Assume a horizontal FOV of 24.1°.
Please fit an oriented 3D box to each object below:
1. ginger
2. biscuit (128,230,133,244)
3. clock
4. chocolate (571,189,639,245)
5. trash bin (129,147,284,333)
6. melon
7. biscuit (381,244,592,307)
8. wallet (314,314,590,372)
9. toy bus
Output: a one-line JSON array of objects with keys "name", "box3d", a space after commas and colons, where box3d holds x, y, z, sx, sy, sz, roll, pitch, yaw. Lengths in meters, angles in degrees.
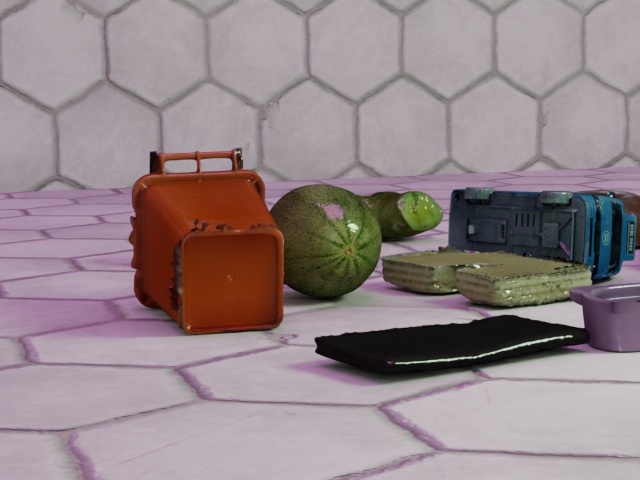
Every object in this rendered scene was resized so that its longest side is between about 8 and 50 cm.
[{"name": "ginger", "box3d": [0.065, -0.043, 2.426, 0.290, 0.089, 0.137, -3, 23, 30]}, {"name": "biscuit", "box3d": [-0.103, 0.003, 2.190, 0.324, 0.049, 0.205, -8, 10, -42]}, {"name": "clock", "box3d": [0.323, 0.073, 1.477, 0.152, 0.050, 0.110, -3, 7, -22]}, {"name": "chocolate", "box3d": [0.404, -0.038, 2.305, 0.254, 0.080, 0.157, 4, 8, 37]}, {"name": "trash bin", "box3d": [-0.119, 0.003, 1.659, 0.161, 0.184, 0.238, -3, 12, -14]}, {"name": "melon", "box3d": [0.000, 0.000, 1.797, 0.139, 0.139, 0.192, -4, 8, -21]}, {"name": "biscuit", "box3d": [0.194, 0.041, 1.800, 0.147, 0.046, 0.250, -7, 9, -31]}, {"name": "wallet", "box3d": [0.125, 0.098, 1.403, 0.244, 0.025, 0.124, -4, 7, -34]}, {"name": "toy bus", "box3d": [0.283, -0.010, 1.944, 0.134, 0.113, 0.246, 1, 2, -39]}]
